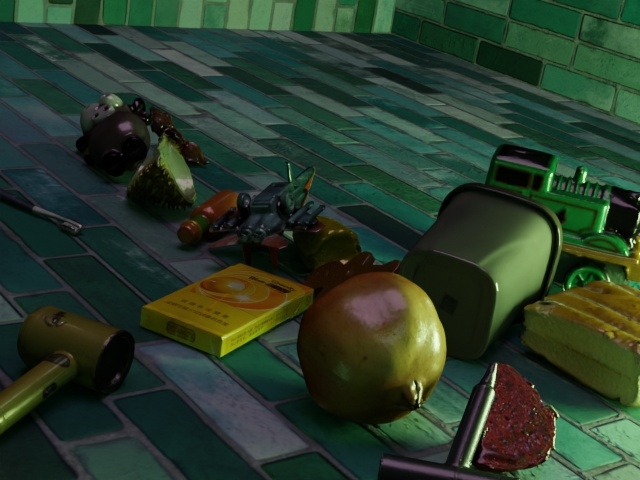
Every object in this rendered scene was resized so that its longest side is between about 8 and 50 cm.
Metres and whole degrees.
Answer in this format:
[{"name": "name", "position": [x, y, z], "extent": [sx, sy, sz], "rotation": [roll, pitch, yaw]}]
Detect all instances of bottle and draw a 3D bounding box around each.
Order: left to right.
[{"name": "bottle", "position": [-0.209, -0.038, 2.059], "extent": [0.069, 0.069, 0.187], "rotation": [16, 23, 17]}]

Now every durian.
[{"name": "durian", "position": [-0.303, -0.131, 2.168], "extent": [0.144, 0.139, 0.252], "rotation": [14, 20, 0]}]

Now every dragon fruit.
[{"name": "dragon fruit", "position": [0.252, 0.256, 1.469], "extent": [0.106, 0.083, 0.162], "rotation": [19, 47, -3]}]

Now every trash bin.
[{"name": "trash bin", "position": [0.248, 0.055, 1.817], "extent": [0.220, 0.219, 0.250], "rotation": [17, 28, 22]}]

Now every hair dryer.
[{"name": "hair dryer", "position": [-0.366, 0.176, 1.405], "extent": [0.135, 0.090, 0.279], "rotation": [17, 27, 18]}, {"name": "hair dryer", "position": [0.167, 0.235, 1.393], "extent": [0.173, 0.050, 0.194], "rotation": [10, 58, 2]}]

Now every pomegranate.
[{"name": "pomegranate", "position": [0.067, 0.143, 1.500], "extent": [0.209, 0.209, 0.209], "rotation": [8, 20, -3]}]

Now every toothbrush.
[{"name": "toothbrush", "position": [-0.541, -0.063, 2.045], "extent": [0.288, 0.024, 0.026], "rotation": [23, 38, 30]}]

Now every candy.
[{"name": "candy", "position": [0.000, 0.000, 2.023], "extent": [0.106, 0.094, 0.199], "rotation": [-4, 17, -18]}]

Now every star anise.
[{"name": "star anise", "position": [-0.347, -0.194, 2.455], "extent": [0.158, 0.144, 0.140], "rotation": [31, -16, 31]}]

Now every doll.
[{"name": "doll", "position": [-0.436, -0.221, 2.355], "extent": [0.182, 0.117, 0.257], "rotation": [-33, 38, 0]}]

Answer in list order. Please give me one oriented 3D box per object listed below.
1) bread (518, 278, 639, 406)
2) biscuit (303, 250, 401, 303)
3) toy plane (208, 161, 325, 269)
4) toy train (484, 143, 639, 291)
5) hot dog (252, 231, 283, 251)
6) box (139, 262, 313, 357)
[{"name": "bread", "position": [0.476, 0.157, 1.782], "extent": [0.239, 0.111, 0.246], "rotation": [-7, 25, -40]}, {"name": "biscuit", "position": [0.048, 0.071, 1.846], "extent": [0.138, 0.031, 0.205], "rotation": [-47, 29, -25]}, {"name": "toy plane", "position": [-0.072, -0.069, 2.010], "extent": [0.223, 0.104, 0.326], "rotation": [0, 36, 24]}, {"name": "toy train", "position": [0.438, -0.033, 2.074], "extent": [0.429, 0.249, 0.178], "rotation": [14, 20, 12]}, {"name": "hot dog", "position": [-0.110, -0.023, 2.086], "extent": [0.090, 0.060, 0.140], "rotation": [1, 15, -13]}, {"name": "box", "position": [-0.140, 0.103, 1.747], "extent": [0.152, 0.043, 0.269], "rotation": [19, 23, 24]}]
